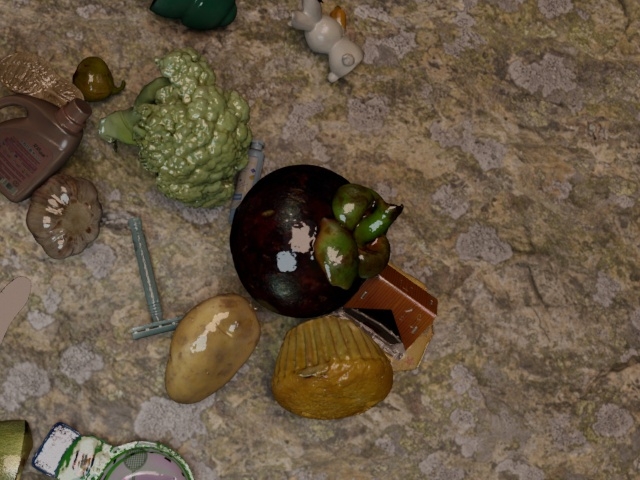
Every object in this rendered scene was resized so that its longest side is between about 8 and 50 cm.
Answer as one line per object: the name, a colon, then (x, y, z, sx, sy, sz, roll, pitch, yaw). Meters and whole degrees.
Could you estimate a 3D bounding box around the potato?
potato: (-0.204, 0.198, 1.644, 0.161, 0.128, 0.234, 3, 117, -30)

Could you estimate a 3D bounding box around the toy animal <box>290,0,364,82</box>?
toy animal: (0.017, -0.430, 1.788, 0.131, 0.127, 0.181, -44, 103, -7)

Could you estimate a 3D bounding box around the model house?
model house: (0.148, 0.146, 1.719, 0.219, 0.136, 0.207, 36, 76, -4)

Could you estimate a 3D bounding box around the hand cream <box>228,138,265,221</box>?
hand cream: (-0.144, -0.117, 1.748, 0.043, 0.065, 0.170, 22, 74, -39)

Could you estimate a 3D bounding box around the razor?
razor: (-0.330, 0.067, 1.688, 0.106, 0.068, 0.231, -12, 78, -13)

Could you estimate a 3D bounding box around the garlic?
garlic: (-0.479, -0.048, 1.643, 0.147, 0.102, 0.159, -11, 109, -42)

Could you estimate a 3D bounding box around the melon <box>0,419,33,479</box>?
melon: (-0.588, 0.400, 1.574, 0.128, 0.079, 0.160, 10, 81, -10)

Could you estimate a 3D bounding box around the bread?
bread: (0.020, 0.249, 1.646, 0.240, 0.240, 0.139, -4, 54, -11)

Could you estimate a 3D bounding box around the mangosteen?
mangosteen: (-0.019, -0.002, 1.623, 0.311, 0.311, 0.311, 2, 82, -10)

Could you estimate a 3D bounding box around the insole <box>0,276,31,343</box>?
insole: (-0.591, 0.137, 1.650, 0.053, 0.002, 0.152, 23, 78, -7)

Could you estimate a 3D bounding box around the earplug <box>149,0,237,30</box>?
earplug: (-0.271, -0.546, 1.754, 0.280, 0.164, 0.257, 42, 40, -14)

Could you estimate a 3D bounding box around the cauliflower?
cauliflower: (-0.251, -0.219, 1.652, 0.261, 0.326, 0.281, -22, 42, -27)

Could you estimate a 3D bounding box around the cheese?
cheese: (-0.367, 0.448, 1.605, 0.321, 0.083, 0.203, 31, 78, -6)

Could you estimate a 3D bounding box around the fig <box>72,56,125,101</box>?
fig: (-0.433, -0.305, 1.711, 0.098, 0.082, 0.084, 27, 42, -21)

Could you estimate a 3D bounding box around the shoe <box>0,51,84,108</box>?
shoe: (-0.530, -0.285, 1.681, 0.180, 0.092, 0.089, 34, 73, -1)

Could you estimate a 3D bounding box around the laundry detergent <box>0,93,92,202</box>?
laundry detergent: (-0.535, -0.199, 1.612, 0.237, 0.076, 0.171, -41, 96, 23)
